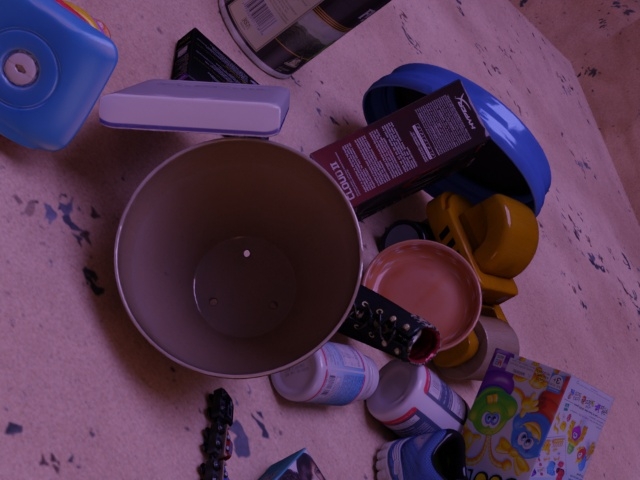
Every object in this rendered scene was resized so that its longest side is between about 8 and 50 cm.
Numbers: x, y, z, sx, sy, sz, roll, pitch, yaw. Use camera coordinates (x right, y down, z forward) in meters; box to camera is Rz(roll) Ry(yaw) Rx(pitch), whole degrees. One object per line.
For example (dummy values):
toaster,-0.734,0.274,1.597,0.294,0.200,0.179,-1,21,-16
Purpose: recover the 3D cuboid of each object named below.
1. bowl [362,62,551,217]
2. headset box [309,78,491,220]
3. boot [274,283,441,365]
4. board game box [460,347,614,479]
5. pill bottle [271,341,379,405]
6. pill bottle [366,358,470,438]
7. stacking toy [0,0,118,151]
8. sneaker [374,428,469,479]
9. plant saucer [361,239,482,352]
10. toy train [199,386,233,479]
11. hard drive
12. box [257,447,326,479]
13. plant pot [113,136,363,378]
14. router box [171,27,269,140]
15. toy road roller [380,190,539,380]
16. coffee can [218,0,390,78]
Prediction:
bowl,0.255,-0.176,2.045,0.391,0.391,0.077,46,72,-22
headset box,0.107,-0.123,1.765,0.110,0.293,0.218,63,-4,7
boot,0.056,0.105,1.582,0.178,0.085,0.236,25,1,36
board game box,0.294,0.321,1.617,0.144,0.142,0.275,30,81,-44
pill bottle,0.011,0.183,1.513,0.160,0.087,0.087,18,46,-53
pill bottle,0.163,0.264,1.660,0.180,0.108,0.108,42,30,-29
stacking toy,-0.323,-0.237,1.365,0.175,0.166,0.302,34,18,-7
sneaker,0.167,0.394,1.482,0.130,0.147,0.330,34,36,-39
plant saucer,0.164,0.095,1.806,0.037,0.200,0.200,100,-28,-64
toy train,-0.120,0.242,1.298,0.036,0.027,0.158,52,24,-34
hard drive,-0.150,-0.176,1.423,0.319,0.210,0.040,-88,-179,-78
box,0.007,0.381,1.322,0.244,0.060,0.100,57,26,0
plant pot,-0.095,0.038,1.342,0.284,0.284,0.191,63,-7,12
router box,-0.154,-0.234,1.734,0.179,0.046,0.133,39,32,-31
toy road roller,0.280,0.063,1.926,0.202,0.240,0.329,13,50,-54
coffee can,-0.014,-0.444,1.942,0.201,0.275,0.201,40,32,-31
